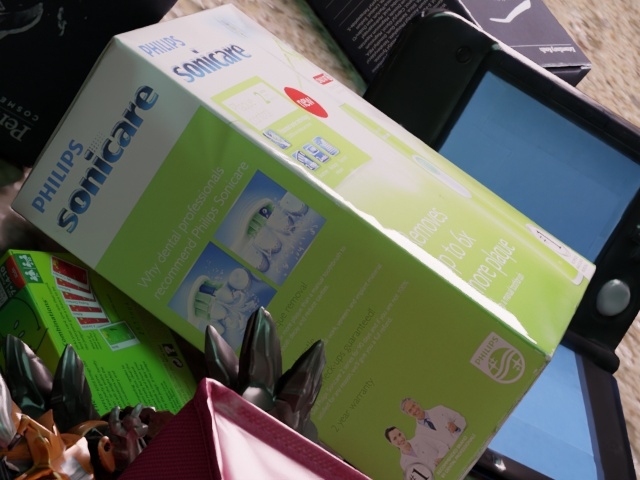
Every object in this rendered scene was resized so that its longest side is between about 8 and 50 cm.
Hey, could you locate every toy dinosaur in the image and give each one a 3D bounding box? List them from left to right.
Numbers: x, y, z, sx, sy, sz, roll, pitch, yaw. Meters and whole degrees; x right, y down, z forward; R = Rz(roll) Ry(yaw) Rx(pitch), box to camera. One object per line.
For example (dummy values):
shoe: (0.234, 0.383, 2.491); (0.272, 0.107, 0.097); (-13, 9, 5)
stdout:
toy dinosaur: (-0.103, 0.145, 0.759); (0.164, 0.322, 0.218); (11, 41, 10)

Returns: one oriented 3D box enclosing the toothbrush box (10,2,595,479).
toothbrush box: (0.000, 0.000, 1.042); (0.283, 0.122, 0.206); (35, 18, 6)

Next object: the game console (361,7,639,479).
game console: (0.146, 0.023, 1.256); (0.293, 0.250, 0.173); (27, 8, -30)

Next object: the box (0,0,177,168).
box: (-0.208, -0.265, 1.010); (0.343, 0.312, 0.179); (30, 33, -24)

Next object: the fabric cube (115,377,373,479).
fabric cube: (-0.007, 0.254, 0.570); (0.259, 0.258, 0.254); (35, 17, -24)

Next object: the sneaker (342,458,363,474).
sneaker: (0.011, 0.177, 0.965); (0.130, 0.087, 0.228); (37, 35, -27)

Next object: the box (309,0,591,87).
box: (0.098, -0.183, 1.502); (0.153, 0.108, 0.207); (-8, 59, -55)

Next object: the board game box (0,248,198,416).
board game box: (-0.107, 0.090, 0.968); (0.092, 0.043, 0.181); (4, 49, -49)
